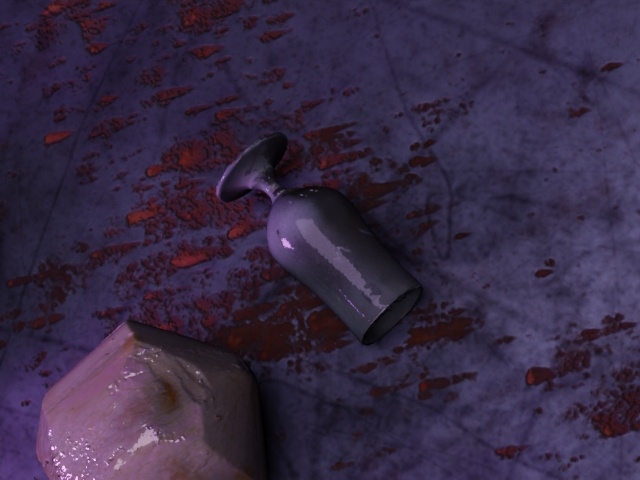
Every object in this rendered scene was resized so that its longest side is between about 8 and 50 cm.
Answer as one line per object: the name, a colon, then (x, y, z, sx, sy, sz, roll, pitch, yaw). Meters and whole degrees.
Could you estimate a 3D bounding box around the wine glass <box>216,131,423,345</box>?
wine glass: (0.000, 0.000, 1.587, 0.103, 0.103, 0.231, -43, 73, 3)

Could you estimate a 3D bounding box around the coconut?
coconut: (-0.164, 0.192, 1.534, 0.241, 0.241, 0.241, -3, 77, 15)
